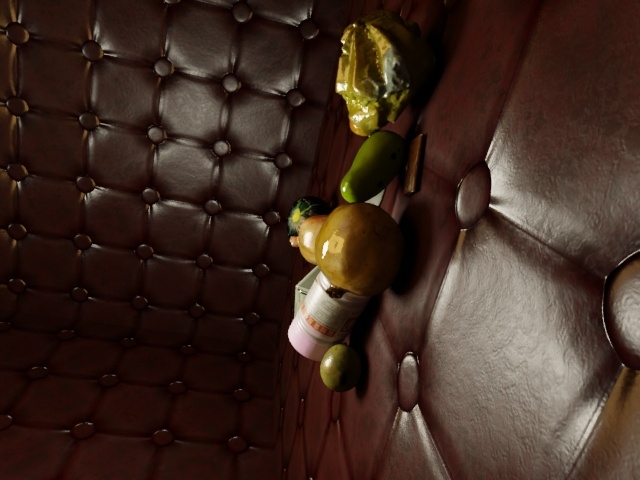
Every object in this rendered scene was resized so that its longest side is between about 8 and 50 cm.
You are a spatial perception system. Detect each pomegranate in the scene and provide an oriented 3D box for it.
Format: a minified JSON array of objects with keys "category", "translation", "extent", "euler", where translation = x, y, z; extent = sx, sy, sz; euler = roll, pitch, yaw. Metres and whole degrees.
[{"category":"pomegranate","translation":[0.000,0.000,1.973],"extent":[0.252,0.270,0.229],"euler":[177,94,-87]},{"category":"pomegranate","translation":[0.117,0.020,1.336],"extent":[0.307,0.307,0.308],"euler":[-170,90,-80]}]

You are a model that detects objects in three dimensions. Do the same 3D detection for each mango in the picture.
[{"category":"mango","translation":[0.169,-0.230,1.428],"extent":[0.293,0.142,0.175],"euler":[-51,-27,-21]}]

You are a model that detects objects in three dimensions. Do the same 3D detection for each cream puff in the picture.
[{"category":"cream puff","translation":[0.173,-0.547,1.396],"extent":[0.378,0.275,0.378],"euler":[-55,16,24]}]

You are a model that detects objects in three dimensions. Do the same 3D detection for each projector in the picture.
[{"category":"projector","translation":[0.008,0.224,1.836],"extent":[0.242,0.163,0.177],"euler":[-43,-36,-53]}]

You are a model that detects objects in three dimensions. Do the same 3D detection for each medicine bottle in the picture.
[{"category":"medicine bottle","translation":[0.032,0.254,1.592],"extent":[0.202,0.202,0.316],"euler":[-98,31,-59]}]

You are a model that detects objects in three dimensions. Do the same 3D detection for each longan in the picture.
[{"category":"longan","translation":[0.068,0.431,1.527],"extent":[0.155,0.145,0.176],"euler":[-50,19,8]}]

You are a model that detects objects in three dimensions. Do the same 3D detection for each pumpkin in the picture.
[{"category":"pumpkin","translation":[-0.033,-0.085,2.432],"extent":[0.296,0.295,0.296],"euler":[-170,90,-80]}]

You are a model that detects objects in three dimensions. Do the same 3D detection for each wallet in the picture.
[{"category":"wallet","translation":[0.278,-0.223,1.341],"extent":[0.095,0.026,0.176],"euler":[153,127,-80]}]

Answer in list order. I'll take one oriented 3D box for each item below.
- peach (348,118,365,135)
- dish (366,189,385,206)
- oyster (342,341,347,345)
[{"category":"peach","translation":[0.184,-0.499,1.854],"extent":[0.138,0.138,0.138],"euler":[-170,90,-80]},{"category":"dish","translation":[0.186,-0.204,1.685],"extent":[0.224,0.078,0.246],"euler":[126,152,-65]},{"category":"oyster","translation":[0.082,0.441,1.700],"extent":[0.177,0.056,0.106],"euler":[124,147,-68]}]
